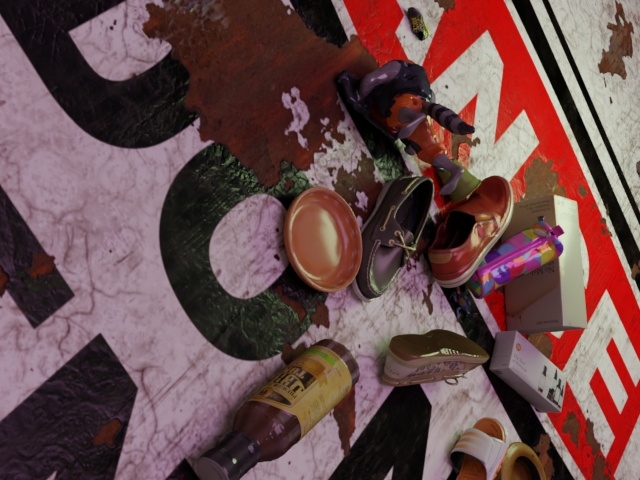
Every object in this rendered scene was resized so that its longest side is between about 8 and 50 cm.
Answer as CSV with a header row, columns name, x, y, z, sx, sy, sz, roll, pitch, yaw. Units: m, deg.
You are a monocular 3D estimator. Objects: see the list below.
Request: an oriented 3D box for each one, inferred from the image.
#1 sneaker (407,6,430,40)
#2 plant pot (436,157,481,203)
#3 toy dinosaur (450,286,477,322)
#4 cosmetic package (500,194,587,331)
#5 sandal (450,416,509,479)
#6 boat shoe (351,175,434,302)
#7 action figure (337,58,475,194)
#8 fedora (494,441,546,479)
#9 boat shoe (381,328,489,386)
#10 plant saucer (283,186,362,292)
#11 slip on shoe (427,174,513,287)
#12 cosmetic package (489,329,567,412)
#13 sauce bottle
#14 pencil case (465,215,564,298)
name,x,y,z,sx,sy,sz,roll,pitch,yaw
sneaker,0.221,-0.488,2.056,0.083,0.031,0.035,52,49,-25
plant pot,0.302,-0.139,2.036,0.079,0.083,0.083,51,48,-11
toy dinosaur,0.321,0.136,2.015,0.082,0.047,0.090,46,38,-53
cosmetic package,0.525,0.061,2.160,0.113,0.160,0.309,11,72,-44
sandal,0.311,0.467,1.880,0.076,0.102,0.265,50,51,-30
boat shoe,0.147,-0.012,1.824,0.109,0.091,0.305,46,52,-30
action figure,0.213,-0.246,1.849,0.341,0.178,0.330,31,28,-36
fedora,0.425,0.543,2.000,0.194,0.079,0.194,20,61,-40
boat shoe,0.232,0.244,1.866,0.285,0.104,0.089,6,114,-41
plant saucer,0.000,0.000,1.708,0.200,0.037,0.200,14,71,-43
slip on shoe,0.332,-0.041,2.005,0.331,0.123,0.101,-52,128,-34
cosmetic package,0.491,0.309,2.137,0.239,0.060,0.099,39,54,-34
sauce bottle,-0.066,0.289,1.517,0.344,0.111,0.111,-37,108,-46
pencil case,0.426,0.039,2.028,0.236,0.104,0.104,-29,105,-10
